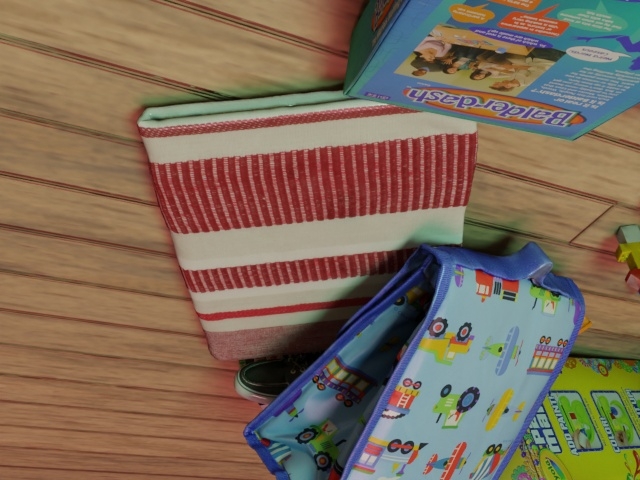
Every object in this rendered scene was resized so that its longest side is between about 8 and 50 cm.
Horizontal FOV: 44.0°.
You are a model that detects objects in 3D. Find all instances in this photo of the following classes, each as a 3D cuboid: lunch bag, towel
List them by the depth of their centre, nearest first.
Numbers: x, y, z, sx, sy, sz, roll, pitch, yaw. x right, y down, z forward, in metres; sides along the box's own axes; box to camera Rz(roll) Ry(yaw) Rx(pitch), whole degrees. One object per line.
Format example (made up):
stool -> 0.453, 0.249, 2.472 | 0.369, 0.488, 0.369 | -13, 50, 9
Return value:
towel -> 0.000, 0.000, 0.655 | 0.237, 0.037, 0.329 | -6, 144, -1
lunch bag -> 0.109, 0.125, 0.709 | 0.221, 0.138, 0.293 | 15, 118, -41

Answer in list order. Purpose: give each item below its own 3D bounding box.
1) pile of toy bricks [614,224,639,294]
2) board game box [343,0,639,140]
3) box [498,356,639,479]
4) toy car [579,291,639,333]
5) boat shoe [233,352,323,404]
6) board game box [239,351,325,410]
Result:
pile of toy bricks -> 0.374, 0.002, 0.668 | 0.212, 0.105, 0.118 | -6, 144, -3
board game box -> 0.112, -0.115, 0.413 | 0.160, 0.047, 0.210 | 9, 169, -10
box -> 0.235, 0.280, 0.937 | 0.279, 0.177, 0.290 | 8, 142, -34
toy car -> 0.276, 0.061, 0.808 | 0.122, 0.060, 0.041 | -26, 99, -3
boat shoe -> -0.014, 0.130, 0.785 | 0.142, 0.049, 0.040 | 1, 133, -15
board game box -> 0.054, 0.143, 0.870 | 0.259, 0.030, 0.136 | -13, 146, 7
